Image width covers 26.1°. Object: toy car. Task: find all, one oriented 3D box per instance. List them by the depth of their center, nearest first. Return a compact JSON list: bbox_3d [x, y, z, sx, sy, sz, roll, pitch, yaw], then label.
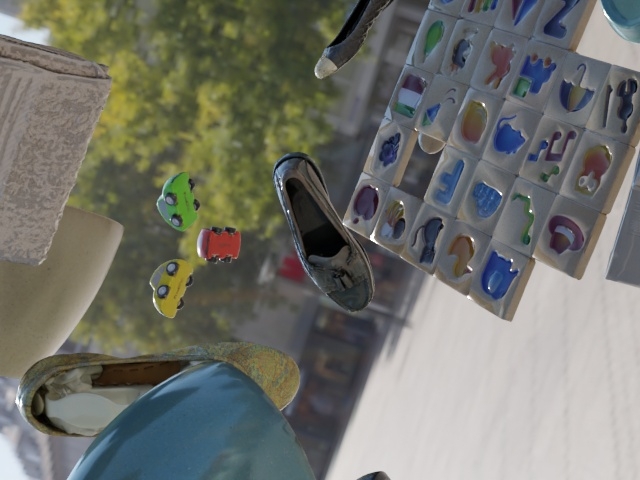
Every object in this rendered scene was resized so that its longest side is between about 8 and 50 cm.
[{"bbox_3d":[-0.230,-0.016,2.321,0.239,0.053,0.225,-46,-43,-44],"label":"toy car"}]

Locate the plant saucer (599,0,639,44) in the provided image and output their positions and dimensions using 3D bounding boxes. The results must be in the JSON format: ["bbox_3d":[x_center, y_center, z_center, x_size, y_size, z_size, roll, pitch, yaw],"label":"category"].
[{"bbox_3d":[0.308,-0.250,1.345,0.119,0.021,0.119,15,108,58],"label":"plant saucer"}]

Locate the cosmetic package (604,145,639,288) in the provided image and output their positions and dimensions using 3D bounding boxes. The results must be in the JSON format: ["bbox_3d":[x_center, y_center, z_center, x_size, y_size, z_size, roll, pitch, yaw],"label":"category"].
[{"bbox_3d":[0.427,-0.043,1.718,0.238,0.107,0.127,92,-165,-60],"label":"cosmetic package"}]

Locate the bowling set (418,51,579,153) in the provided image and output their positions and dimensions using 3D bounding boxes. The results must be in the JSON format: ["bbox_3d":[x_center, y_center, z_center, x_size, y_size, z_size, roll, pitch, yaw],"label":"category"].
[{"bbox_3d":[0.245,-0.238,1.838,0.154,0.200,0.287,-73,-2,-66],"label":"bowling set"}]

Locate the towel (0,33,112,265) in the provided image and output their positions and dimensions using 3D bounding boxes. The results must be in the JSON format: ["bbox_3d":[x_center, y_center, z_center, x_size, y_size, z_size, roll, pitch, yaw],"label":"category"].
[{"bbox_3d":[-0.363,-0.099,1.570,0.282,0.187,0.049,-66,27,25],"label":"towel"}]

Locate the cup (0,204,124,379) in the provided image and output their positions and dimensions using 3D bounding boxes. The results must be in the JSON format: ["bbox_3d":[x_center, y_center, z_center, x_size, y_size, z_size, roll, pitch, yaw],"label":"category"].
[{"bbox_3d":[-0.457,0.061,1.891,0.331,0.331,0.237,89,-168,-82],"label":"cup"}]

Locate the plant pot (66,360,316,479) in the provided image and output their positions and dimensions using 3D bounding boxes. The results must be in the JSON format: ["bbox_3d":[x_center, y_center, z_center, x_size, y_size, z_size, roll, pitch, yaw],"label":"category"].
[{"bbox_3d":[-0.151,0.287,1.372,0.195,0.290,0.290,-18,-38,-32],"label":"plant pot"}]

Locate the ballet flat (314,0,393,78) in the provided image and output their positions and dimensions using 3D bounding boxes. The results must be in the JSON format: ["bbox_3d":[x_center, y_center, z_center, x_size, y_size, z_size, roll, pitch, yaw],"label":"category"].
[{"bbox_3d":[0.041,-0.284,1.797,0.173,0.049,0.057,-56,28,-10],"label":"ballet flat"}]

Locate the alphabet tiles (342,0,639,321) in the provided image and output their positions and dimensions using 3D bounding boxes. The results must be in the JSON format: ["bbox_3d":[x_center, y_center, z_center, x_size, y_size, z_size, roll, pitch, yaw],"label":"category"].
[{"bbox_3d":[0.108,-0.067,0.847,0.237,0.009,0.198,32,103,56],"label":"alphabet tiles"}]

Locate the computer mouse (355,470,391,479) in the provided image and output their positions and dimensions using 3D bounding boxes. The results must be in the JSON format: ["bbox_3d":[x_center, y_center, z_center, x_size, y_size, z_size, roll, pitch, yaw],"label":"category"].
[{"bbox_3d":[0.053,0.443,1.939,0.188,0.072,0.272,-46,-40,-58],"label":"computer mouse"}]

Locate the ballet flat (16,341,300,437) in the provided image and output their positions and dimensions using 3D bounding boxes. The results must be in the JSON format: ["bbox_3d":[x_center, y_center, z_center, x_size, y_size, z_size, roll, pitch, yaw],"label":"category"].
[{"bbox_3d":[-0.200,0.192,1.688,0.123,0.349,0.123,-1,-90,-90],"label":"ballet flat"}]

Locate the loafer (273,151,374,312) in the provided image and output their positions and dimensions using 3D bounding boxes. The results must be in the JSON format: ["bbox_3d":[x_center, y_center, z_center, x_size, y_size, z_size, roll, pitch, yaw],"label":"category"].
[{"bbox_3d":[0.000,0.000,2.053,0.267,0.096,0.084,63,-170,-17],"label":"loafer"}]
